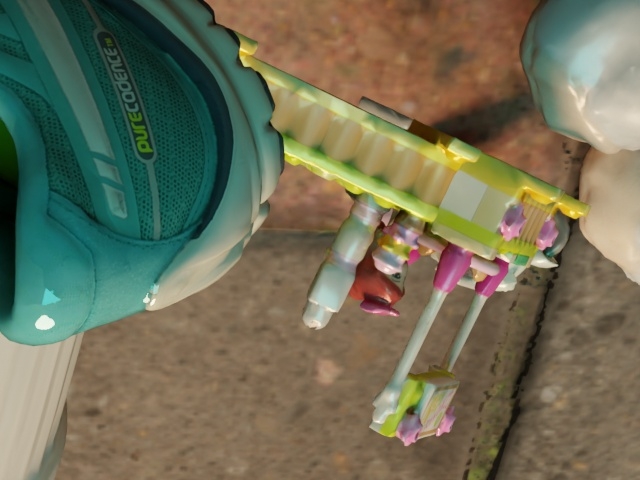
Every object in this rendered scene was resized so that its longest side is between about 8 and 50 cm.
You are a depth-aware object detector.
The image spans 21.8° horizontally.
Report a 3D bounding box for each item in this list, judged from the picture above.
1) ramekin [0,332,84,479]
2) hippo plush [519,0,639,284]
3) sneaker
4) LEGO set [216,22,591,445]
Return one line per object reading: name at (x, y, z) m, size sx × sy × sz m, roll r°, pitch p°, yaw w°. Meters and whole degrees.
ramekin at (-0.195, -0.013, 0.547) m, size 0.272 × 0.273 × 0.127 m, roll 18°, pitch 117°, yaw -22°
hippo plush at (0.230, -0.009, 0.612) m, size 0.294 × 0.237 × 0.234 m, roll 6°, pitch 131°, yaw -13°
sneaker at (-0.138, -0.070, 0.451) m, size 0.275 × 0.110 × 0.107 m, roll 33°, pitch 129°, yaw 15°
LEGO set at (0.000, 0.000, 0.591) m, size 0.287 × 0.132 × 0.107 m, roll 19°, pitch 98°, yaw -52°
